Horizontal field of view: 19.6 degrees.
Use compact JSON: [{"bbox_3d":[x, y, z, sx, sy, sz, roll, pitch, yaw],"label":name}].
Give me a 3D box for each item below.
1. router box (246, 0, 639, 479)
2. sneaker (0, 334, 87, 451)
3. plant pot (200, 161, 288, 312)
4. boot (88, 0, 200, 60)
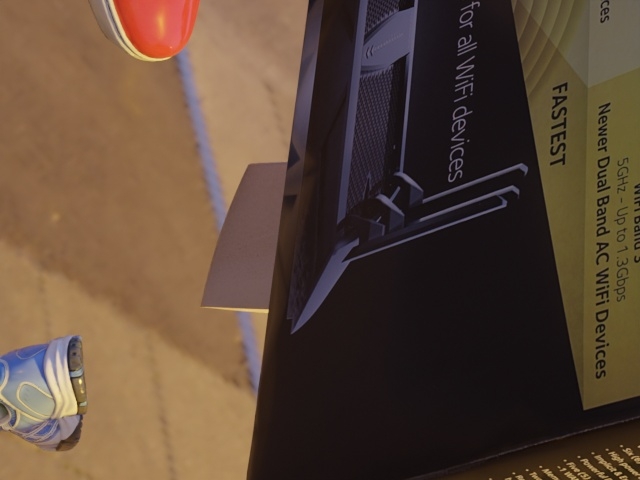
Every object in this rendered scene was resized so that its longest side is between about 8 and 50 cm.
[{"bbox_3d":[0.106,-0.065,0.544,0.081,0.243,0.309,34,49,-38],"label":"router box"},{"bbox_3d":[-0.236,0.124,1.515,0.211,0.081,0.080,112,-28,-67],"label":"sneaker"},{"bbox_3d":[0.000,0.000,1.190,0.109,0.109,0.096,8,85,-49],"label":"plant pot"},{"bbox_3d":[-0.059,-0.220,1.135,0.176,0.244,0.088,17,19,37],"label":"boot"}]
